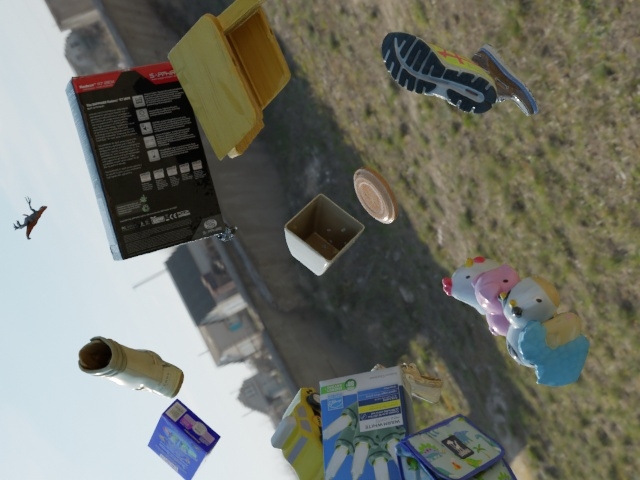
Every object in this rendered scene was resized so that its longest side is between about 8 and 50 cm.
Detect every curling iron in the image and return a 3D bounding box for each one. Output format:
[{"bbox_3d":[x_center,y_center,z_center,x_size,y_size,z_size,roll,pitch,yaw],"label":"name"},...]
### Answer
[{"bbox_3d":[-0.261,-0.088,1.748,0.274,0.068,0.035,73,-157,-51],"label":"curling iron"}]

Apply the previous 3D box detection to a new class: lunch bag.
[{"bbox_3d":[0.168,0.296,0.892,0.096,0.128,0.151,-43,65,39],"label":"lunch bag"}]

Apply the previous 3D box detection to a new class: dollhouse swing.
[{"bbox_3d":[-0.092,-0.391,1.492,0.347,0.305,0.315,-72,-40,-64],"label":"dollhouse swing"}]

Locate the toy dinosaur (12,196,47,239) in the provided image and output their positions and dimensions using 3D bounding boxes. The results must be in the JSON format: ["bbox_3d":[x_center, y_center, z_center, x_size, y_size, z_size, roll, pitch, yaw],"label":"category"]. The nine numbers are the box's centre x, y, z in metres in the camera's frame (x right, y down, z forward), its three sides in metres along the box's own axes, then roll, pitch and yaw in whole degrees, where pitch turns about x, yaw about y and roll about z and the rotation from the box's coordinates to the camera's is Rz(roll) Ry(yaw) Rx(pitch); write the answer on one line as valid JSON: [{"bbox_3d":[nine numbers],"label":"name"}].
[{"bbox_3d":[-0.592,-0.043,1.511,0.090,0.082,0.047,53,137,7],"label":"toy dinosaur"}]

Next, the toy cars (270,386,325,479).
[{"bbox_3d":[-0.049,0.436,1.237,0.176,0.087,0.394,-28,50,55],"label":"toy cars"}]

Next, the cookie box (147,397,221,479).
[{"bbox_3d":[-0.209,0.305,1.111,0.092,0.040,0.107,39,133,9],"label":"cookie box"}]

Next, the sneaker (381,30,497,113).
[{"bbox_3d":[0.195,-0.277,1.196,0.208,0.094,0.081,33,124,5],"label":"sneaker"}]

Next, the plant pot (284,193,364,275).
[{"bbox_3d":[0.000,0.000,1.365,0.109,0.109,0.096,38,148,13],"label":"plant pot"}]

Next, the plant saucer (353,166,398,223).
[{"bbox_3d":[0.071,-0.059,0.969,0.083,0.013,0.083,47,157,27],"label":"plant saucer"}]

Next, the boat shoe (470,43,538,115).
[{"bbox_3d":[0.387,-0.329,1.560,0.183,0.066,0.066,49,-175,0],"label":"boat shoe"}]

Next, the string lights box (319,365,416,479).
[{"bbox_3d":[0.077,0.326,1.074,0.077,0.133,0.260,61,-161,-48],"label":"string lights box"}]

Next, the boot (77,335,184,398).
[{"bbox_3d":[-0.449,0.269,1.617,0.262,0.095,0.203,10,164,48],"label":"boot"}]

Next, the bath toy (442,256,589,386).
[{"bbox_3d":[0.313,0.109,1.240,0.348,0.129,0.151,-126,44,-70],"label":"bath toy"}]

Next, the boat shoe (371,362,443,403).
[{"bbox_3d":[0.179,0.278,1.492,0.170,0.059,0.063,27,174,-26],"label":"boat shoe"}]

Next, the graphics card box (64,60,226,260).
[{"bbox_3d":[-0.354,-0.162,1.499,0.094,0.232,0.371,-7,100,61],"label":"graphics card box"}]
